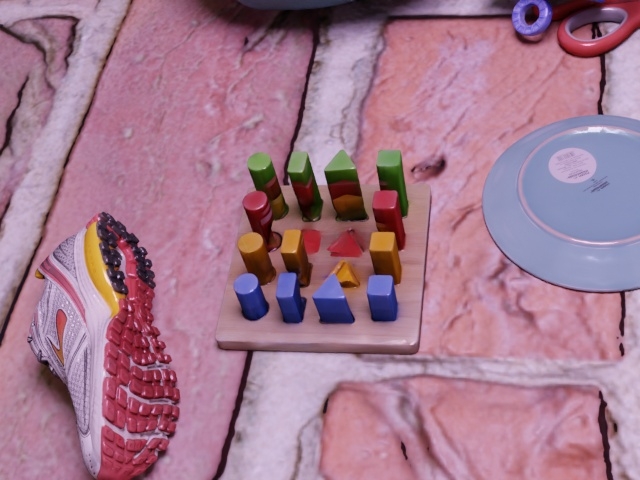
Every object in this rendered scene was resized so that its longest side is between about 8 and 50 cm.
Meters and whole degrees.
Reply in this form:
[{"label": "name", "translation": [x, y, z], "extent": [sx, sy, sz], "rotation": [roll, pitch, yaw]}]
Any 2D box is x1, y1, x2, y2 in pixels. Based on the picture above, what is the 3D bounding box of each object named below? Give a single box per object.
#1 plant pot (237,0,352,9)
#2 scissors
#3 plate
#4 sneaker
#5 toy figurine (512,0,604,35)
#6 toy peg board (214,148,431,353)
[{"label": "plant pot", "translation": [-0.030, -0.340, 0.966], "extent": [0.195, 0.290, 0.290], "rotation": [-36, 44, 27]}, {"label": "scissors", "translation": [0.353, -0.238, 0.928], "extent": [0.297, 0.021, 0.109], "rotation": [-13, 48, 5]}, {"label": "plate", "translation": [0.226, -0.040, 0.799], "extent": [0.188, 0.024, 0.188], "rotation": [-7, 52, 8]}, {"label": "sneaker", "translation": [-0.172, 0.088, 0.763], "extent": [0.093, 0.088, 0.225], "rotation": [-30, 49, 15]}, {"label": "toy figurine", "translation": [0.174, -0.300, 0.896], "extent": [0.363, 0.217, 0.191], "rotation": [20, 21, 37]}, {"label": "toy peg board", "translation": [0.000, 0.000, 0.783], "extent": [0.161, 0.079, 0.160], "rotation": [0, 52, 13]}]
